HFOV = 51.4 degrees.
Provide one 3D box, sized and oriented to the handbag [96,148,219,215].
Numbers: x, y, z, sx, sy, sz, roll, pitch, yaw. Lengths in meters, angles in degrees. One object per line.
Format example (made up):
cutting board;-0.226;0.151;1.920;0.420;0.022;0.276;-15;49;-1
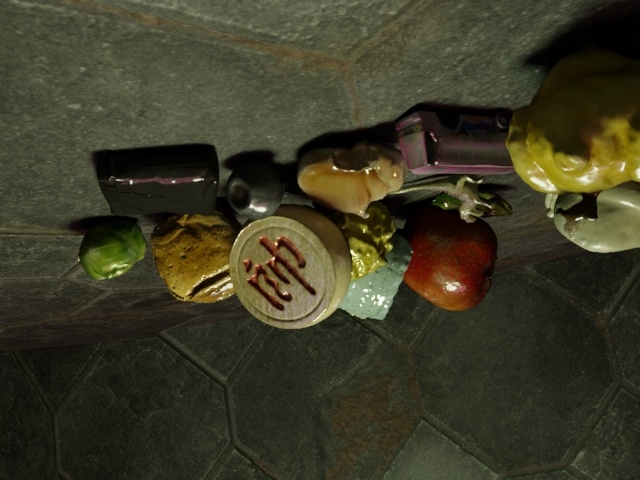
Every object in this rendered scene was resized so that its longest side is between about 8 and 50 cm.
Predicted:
handbag;-0.309;-0.098;1.288;0.222;0.080;0.247;-6;166;-13

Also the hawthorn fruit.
hawthorn fruit;0.322;0.027;1.866;0.368;0.285;0.284;31;-177;22

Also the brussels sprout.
brussels sprout;-0.495;0.012;1.558;0.149;0.122;0.151;-6;-156;19

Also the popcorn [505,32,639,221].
popcorn;0.447;-0.195;1.068;0.297;0.281;0.316;-13;-159;12

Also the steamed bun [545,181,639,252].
steamed bun;0.693;-0.132;1.525;0.324;0.220;0.310;-6;-155;3

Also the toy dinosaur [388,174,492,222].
toy dinosaur;0.313;-0.122;1.619;0.251;0.072;0.200;10;148;-22

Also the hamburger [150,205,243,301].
hamburger;-0.275;0.033;1.583;0.244;0.245;0.163;-10;-177;5

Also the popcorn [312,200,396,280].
popcorn;0.051;-0.021;1.553;0.249;0.249;0.225;-17;131;31

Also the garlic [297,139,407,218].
garlic;0.062;-0.136;1.346;0.217;0.110;0.228;2;156;0

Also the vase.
vase;-0.103;-0.109;1.350;0.120;0.120;0.182;-20;179;40

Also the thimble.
thimble;0.131;0.086;1.754;0.171;0.250;0.205;27;-168;1

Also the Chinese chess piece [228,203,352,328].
Chinese chess piece;-0.064;0.055;1.428;0.269;0.270;0.112;-15;-173;24

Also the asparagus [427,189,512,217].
asparagus;0.409;-0.105;1.775;0.287;0.080;0.080;12;159;-26

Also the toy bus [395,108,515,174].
toy bus;0.278;-0.187;1.268;0.273;0.112;0.090;-3;173;-28
